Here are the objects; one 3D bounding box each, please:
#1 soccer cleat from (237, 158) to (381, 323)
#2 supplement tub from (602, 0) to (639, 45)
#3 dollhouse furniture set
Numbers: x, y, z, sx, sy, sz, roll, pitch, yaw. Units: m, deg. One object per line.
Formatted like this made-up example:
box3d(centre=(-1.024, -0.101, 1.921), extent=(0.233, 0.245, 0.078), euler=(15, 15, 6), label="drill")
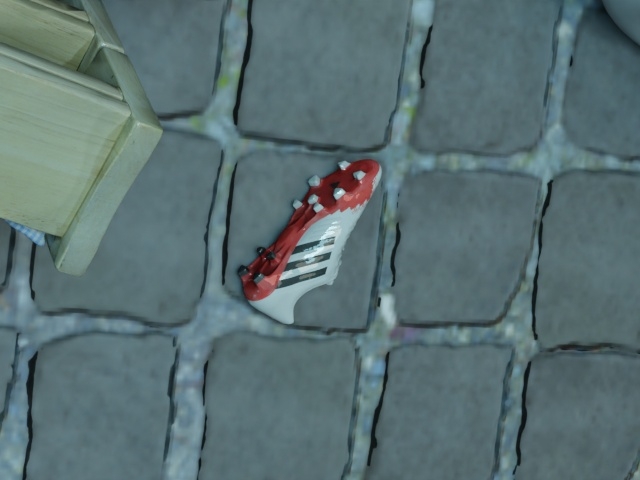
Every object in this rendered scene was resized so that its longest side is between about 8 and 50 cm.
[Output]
box3d(centre=(0.000, 0.000, 0.828), extent=(0.083, 0.029, 0.035), euler=(-49, 124, -9), label="soccer cleat")
box3d(centre=(0.278, -0.214, 0.816), extent=(0.235, 0.235, 0.325), euler=(22, 88, -28), label="supplement tub")
box3d(centre=(-0.169, -0.016, 0.702), extent=(0.129, 0.129, 0.183), euler=(19, 113, -28), label="dollhouse furniture set")
